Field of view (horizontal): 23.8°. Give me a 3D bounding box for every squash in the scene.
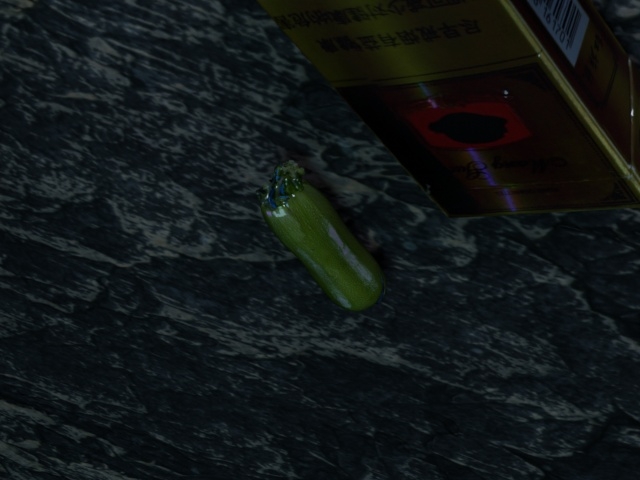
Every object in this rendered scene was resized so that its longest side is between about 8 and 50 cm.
[{"bbox_3d":[0.000,0.000,1.169,0.052,0.052,0.183,2,151,32],"label":"squash"}]

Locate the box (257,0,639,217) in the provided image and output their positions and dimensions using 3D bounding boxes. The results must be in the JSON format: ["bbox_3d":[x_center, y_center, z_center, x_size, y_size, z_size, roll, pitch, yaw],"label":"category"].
[{"bbox_3d":[0.084,-0.106,0.888,0.159,0.071,0.240,-5,144,37],"label":"box"}]
